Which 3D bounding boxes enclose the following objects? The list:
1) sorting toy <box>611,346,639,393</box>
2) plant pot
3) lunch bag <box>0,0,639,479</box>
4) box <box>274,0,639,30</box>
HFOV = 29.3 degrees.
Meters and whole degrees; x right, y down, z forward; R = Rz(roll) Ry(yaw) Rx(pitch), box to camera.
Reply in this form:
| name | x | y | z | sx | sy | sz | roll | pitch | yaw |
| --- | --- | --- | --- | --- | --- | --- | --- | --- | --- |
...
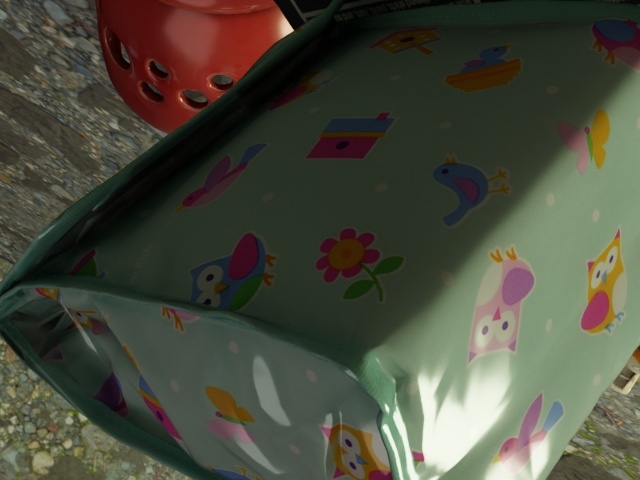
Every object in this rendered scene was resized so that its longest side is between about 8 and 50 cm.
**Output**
| name | x | y | z | sx | sy | sz | roll | pitch | yaw |
| --- | --- | --- | --- | --- | --- | --- | --- | --- | --- |
| sorting toy | 0.318 | 0.121 | 1.325 | 0.075 | 0.045 | 0.083 | 32 | 162 | 12 |
| plant pot | -0.067 | -0.187 | 0.849 | 0.191 | 0.191 | 0.174 | 24 | 155 | 12 |
| lunch bag | 0.000 | 0.000 | 0.540 | 0.262 | 0.223 | 0.160 | 14 | 138 | 42 |
| box | 0.134 | -0.150 | 0.587 | 0.296 | 0.183 | 0.294 | 0 | 132 | 51 |
